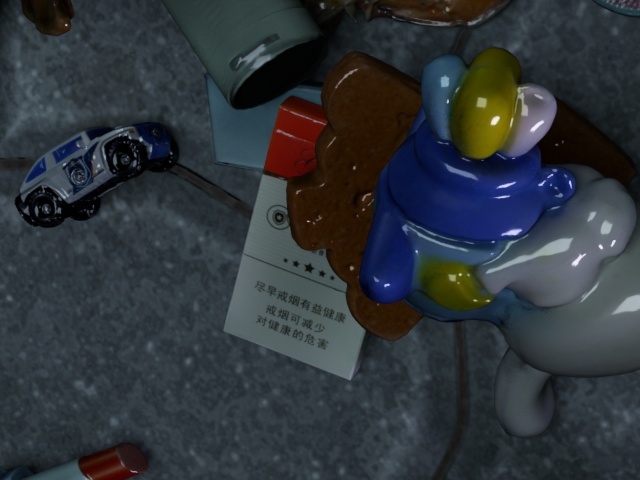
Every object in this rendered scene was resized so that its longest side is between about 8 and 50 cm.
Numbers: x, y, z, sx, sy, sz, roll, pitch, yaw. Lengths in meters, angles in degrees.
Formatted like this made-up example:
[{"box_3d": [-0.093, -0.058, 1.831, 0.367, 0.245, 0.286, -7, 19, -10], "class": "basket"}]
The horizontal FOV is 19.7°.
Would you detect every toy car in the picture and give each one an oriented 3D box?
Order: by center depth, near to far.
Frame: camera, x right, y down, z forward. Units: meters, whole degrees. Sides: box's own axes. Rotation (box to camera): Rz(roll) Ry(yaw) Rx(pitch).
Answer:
[{"box_3d": [-0.223, -0.067, 1.778, 0.171, 0.080, 0.070, -29, 86, 24], "class": "toy car"}]

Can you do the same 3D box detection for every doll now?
[{"box_3d": [0.171, -0.004, 1.501, 0.366, 0.187, 0.376, 32, 119, -20], "class": "doll"}]

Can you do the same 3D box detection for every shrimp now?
[{"box_3d": [0.076, -0.242, 1.645, 0.317, 0.062, 0.164, -37, 92, 24], "class": "shrimp"}]

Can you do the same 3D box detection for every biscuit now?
[{"box_3d": [0.123, -0.045, 1.611, 0.306, 0.043, 0.283, -7, 119, -4], "class": "biscuit"}]

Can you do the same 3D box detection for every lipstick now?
[{"box_3d": [-0.295, 0.260, 1.870, 0.274, 0.061, 0.068, -23, 100, 24], "class": "lipstick"}]

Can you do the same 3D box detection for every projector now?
[{"box_3d": [-0.122, -0.277, 1.656, 0.108, 0.108, 0.337, -40, 72, 22], "class": "projector"}]

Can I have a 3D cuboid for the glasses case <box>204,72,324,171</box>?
[{"box_3d": [0.029, -0.104, 1.696, 0.266, 0.056, 0.105, 9, 126, 20], "class": "glasses case"}]

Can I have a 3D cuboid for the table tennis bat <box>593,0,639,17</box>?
[{"box_3d": [0.309, -0.293, 1.558, 0.244, 0.040, 0.153, -38, 83, 27], "class": "table tennis bat"}]

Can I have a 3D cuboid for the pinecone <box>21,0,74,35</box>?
[{"box_3d": [-0.237, -0.331, 1.436, 0.385, 0.384, 0.384, 4, 100, 21], "class": "pinecone"}]

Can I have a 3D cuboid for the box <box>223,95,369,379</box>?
[{"box_3d": [0.000, 0.000, 1.695, 0.139, 0.035, 0.245, 20, 116, 12], "class": "box"}]
